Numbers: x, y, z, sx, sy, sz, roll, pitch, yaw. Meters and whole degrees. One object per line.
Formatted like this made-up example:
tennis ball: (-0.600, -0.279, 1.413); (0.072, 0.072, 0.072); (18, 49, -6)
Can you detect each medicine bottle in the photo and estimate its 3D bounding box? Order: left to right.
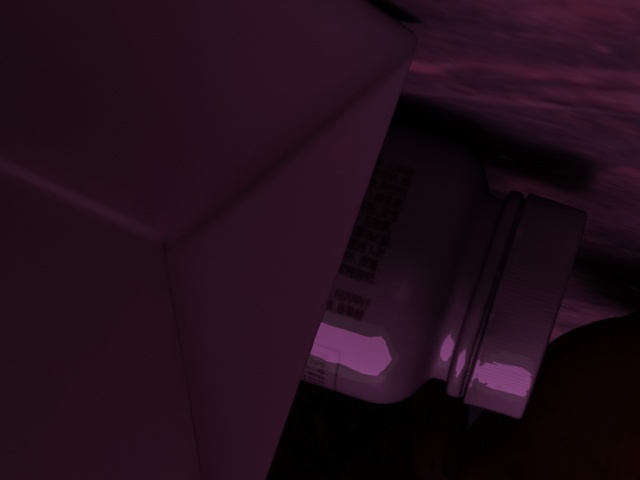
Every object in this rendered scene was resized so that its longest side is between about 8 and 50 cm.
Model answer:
medicine bottle: (0.000, 0.000, 0.563); (0.140, 0.079, 0.079); (18, 173, 7)

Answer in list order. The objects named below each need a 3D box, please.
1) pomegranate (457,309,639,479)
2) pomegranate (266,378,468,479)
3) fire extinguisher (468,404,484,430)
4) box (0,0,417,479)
pomegranate: (0.134, 0.123, 0.713); (0.207, 0.207, 0.207); (18, 173, 2)
pomegranate: (-0.008, 0.080, 0.637); (0.125, 0.163, 0.138); (-16, 143, -1)
fire extinguisher: (0.081, 0.139, 1.265); (0.200, 0.113, 0.376); (18, 173, 1)
box: (-0.183, -0.042, 0.482); (0.341, 0.143, 0.225); (14, 171, 43)
